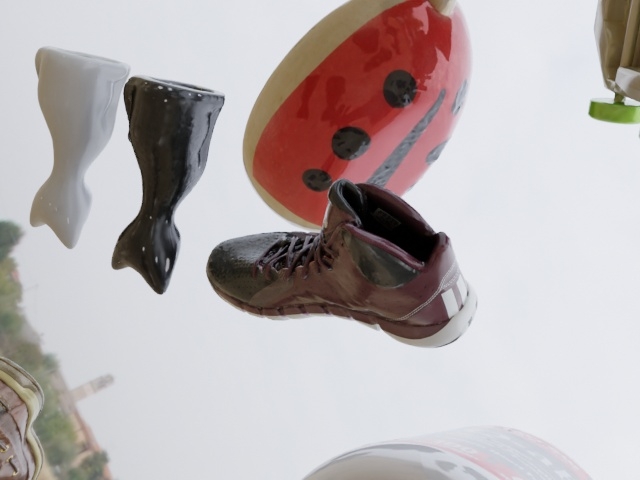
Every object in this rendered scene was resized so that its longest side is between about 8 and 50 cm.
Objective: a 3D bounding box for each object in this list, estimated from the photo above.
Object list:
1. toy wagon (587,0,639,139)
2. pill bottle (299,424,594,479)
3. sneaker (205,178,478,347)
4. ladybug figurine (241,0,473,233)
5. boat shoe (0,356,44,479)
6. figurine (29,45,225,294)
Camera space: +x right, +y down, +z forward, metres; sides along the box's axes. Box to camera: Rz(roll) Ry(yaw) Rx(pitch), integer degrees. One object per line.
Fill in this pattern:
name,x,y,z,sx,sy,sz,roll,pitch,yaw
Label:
toy wagon,0.308,-0.211,0.546,0.344,0.068,0.267,-91,-178,-69
pill bottle,0.122,0.254,0.532,0.210,0.210,0.363,53,15,26
sneaker,0.000,0.000,0.623,0.282,0.106,0.162,7,-37,24
ladybug figurine,0.060,-0.159,0.969,0.449,0.305,0.161,-56,-133,45
boat shoe,-0.264,0.164,0.541,0.064,0.060,0.178,30,-48,7
figurine,-0.216,-0.074,0.701,0.215,0.092,0.209,22,-74,25
